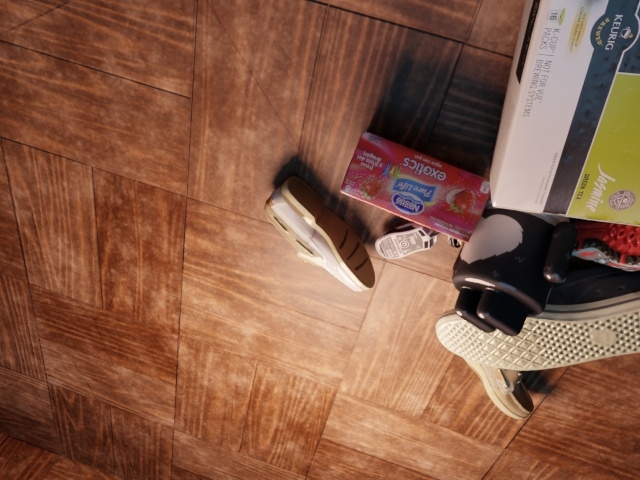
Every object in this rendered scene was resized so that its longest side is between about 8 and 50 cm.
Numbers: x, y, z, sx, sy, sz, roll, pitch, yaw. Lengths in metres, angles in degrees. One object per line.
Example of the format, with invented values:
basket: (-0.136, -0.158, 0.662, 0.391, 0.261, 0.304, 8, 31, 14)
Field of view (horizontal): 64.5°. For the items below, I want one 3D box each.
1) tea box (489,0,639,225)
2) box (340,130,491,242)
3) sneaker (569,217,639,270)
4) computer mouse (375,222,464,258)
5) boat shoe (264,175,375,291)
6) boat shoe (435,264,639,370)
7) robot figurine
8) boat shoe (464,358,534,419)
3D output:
tea box: (0.454, -0.218, 0.766, 0.324, 0.220, 0.329, 10, 126, 11)
box: (0.176, -0.102, 0.965, 0.257, 0.128, 0.122, 22, 98, 1)
sneaker: (0.551, 0.002, 0.900, 0.125, 0.262, 0.104, 19, 93, -12)
computer mouse: (0.211, -0.014, 1.093, 0.193, 0.042, 0.106, -14, 123, 19)
boat shoe: (0.000, 0.000, 1.130, 0.103, 0.113, 0.302, -35, 97, 34)
boat shoe: (0.491, 0.147, 1.042, 0.500, 0.156, 0.186, -13, 124, 21)
robot figurine: (0.348, 0.031, 0.939, 0.209, 0.278, 0.173, 18, 164, 28)
boat shoe: (0.434, 0.304, 1.202, 0.098, 0.109, 0.302, -30, 105, 32)
